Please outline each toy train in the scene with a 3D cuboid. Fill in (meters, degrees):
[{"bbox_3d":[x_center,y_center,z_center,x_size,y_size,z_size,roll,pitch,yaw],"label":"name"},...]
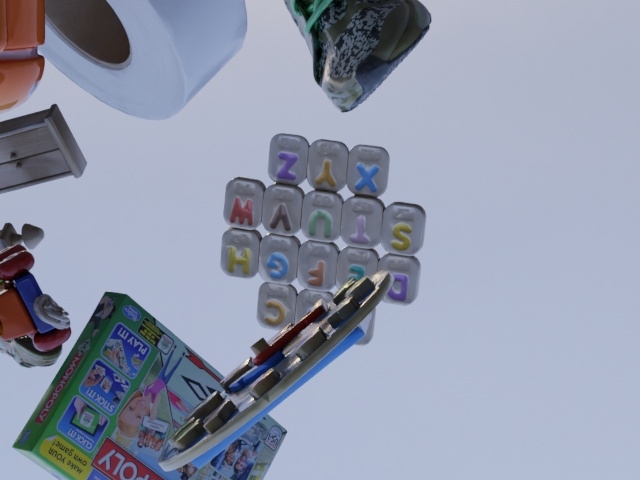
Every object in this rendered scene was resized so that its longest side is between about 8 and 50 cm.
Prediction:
[{"bbox_3d":[-0.340,0.087,1.434,0.143,0.105,0.248,-28,-168,-12],"label":"toy train"}]

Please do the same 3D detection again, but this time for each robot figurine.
[{"bbox_3d":[-0.288,-0.196,1.137,0.158,0.219,0.128,7,-167,27],"label":"robot figurine"}]

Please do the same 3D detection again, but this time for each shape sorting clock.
[{"bbox_3d":[-0.032,0.086,0.963,0.206,0.040,0.206,-39,179,-1],"label":"shape sorting clock"}]

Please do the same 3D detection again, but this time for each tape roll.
[{"bbox_3d":[-0.210,-0.255,1.362,0.286,0.286,0.100,17,-123,44],"label":"tape roll"}]

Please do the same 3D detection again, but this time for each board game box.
[{"bbox_3d":[-0.193,0.238,1.670,0.046,0.317,0.213,2,-124,47],"label":"board game box"}]

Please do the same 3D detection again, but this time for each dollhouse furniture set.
[{"bbox_3d":[-0.490,-0.061,2.053,0.173,0.303,0.355,-13,-147,16],"label":"dollhouse furniture set"}]

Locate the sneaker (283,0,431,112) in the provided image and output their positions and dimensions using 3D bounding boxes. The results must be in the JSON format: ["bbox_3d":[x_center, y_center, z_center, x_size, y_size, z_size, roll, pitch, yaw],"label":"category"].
[{"bbox_3d":[-0.005,-0.292,1.599,0.182,0.158,0.410,32,-158,-28],"label":"sneaker"}]

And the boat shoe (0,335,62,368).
[{"bbox_3d":[-0.351,0.130,1.673,0.056,0.048,0.153,-11,-163,-35],"label":"boat shoe"}]

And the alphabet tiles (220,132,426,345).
[{"bbox_3d":[0.000,0.000,1.897,0.284,0.278,0.021,9,-166,15],"label":"alphabet tiles"}]
